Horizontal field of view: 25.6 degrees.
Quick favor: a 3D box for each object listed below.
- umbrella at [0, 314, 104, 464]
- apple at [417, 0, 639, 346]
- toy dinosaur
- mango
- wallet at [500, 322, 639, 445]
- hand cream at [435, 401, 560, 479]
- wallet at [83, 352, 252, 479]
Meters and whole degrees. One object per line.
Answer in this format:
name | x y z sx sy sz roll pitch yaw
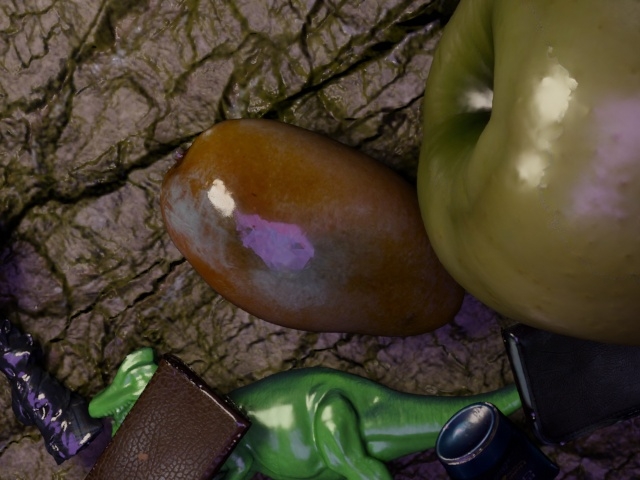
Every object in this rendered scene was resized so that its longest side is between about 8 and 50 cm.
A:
umbrella | -0.360 0.169 1.730 0.080 0.071 0.224 -37 96 -7
apple | 0.323 -0.108 1.384 0.474 0.473 0.473 2 108 5
toy dinosaur | 0.014 0.158 1.688 0.500 0.144 0.374 -45 86 5
mango | 0.000 0.000 1.578 0.384 0.199 0.221 28 102 -17
wallet | 0.372 0.115 1.614 0.318 0.045 0.172 -22 110 -6
hand cream | 0.205 0.266 1.626 0.120 0.270 0.061 -46 56 -5
wallet | -0.189 0.261 1.659 0.133 0.039 0.243 39 113 14
